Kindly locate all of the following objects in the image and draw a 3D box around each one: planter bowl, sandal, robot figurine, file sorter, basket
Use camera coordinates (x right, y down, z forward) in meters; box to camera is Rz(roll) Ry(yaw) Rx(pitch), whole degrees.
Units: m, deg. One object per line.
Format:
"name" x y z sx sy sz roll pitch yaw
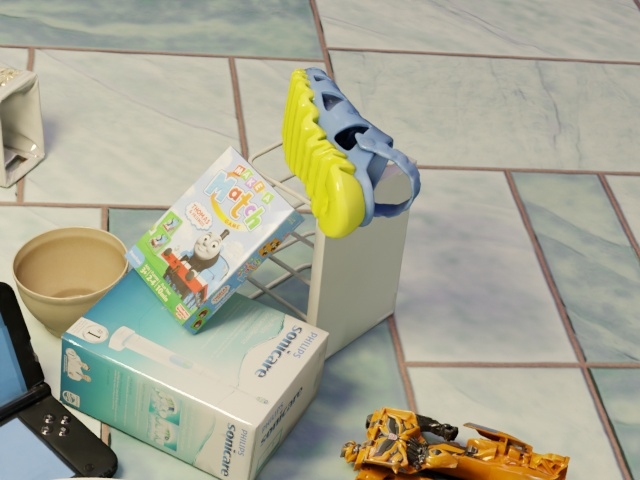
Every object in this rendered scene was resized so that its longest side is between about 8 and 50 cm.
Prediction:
"planter bowl" -0.350 0.070 1.873 0.162 0.109 0.162 2 39 -1
"sandal" 0.035 -0.119 1.751 0.138 0.126 0.317 -5 44 -18
"robot figurine" 0.169 0.304 1.714 0.291 0.085 0.211 16 38 8
"file sorter" 0.000 0.000 1.910 0.173 0.277 0.193 31 43 31
"basket" -0.520 -0.189 2.122 0.103 0.167 0.113 18 39 18

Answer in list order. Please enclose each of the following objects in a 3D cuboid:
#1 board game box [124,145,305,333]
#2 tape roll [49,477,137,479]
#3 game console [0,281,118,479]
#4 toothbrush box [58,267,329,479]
"board game box" -0.144 -0.003 1.765 0.211 0.039 0.160 -46 53 0
"tape roll" -0.219 0.383 1.289 0.392 0.392 0.072 4 39 -7
"game console" -0.428 0.226 1.615 0.250 0.173 0.293 35 45 29
"toothbrush box" -0.169 0.170 1.777 0.295 0.126 0.216 21 39 15
